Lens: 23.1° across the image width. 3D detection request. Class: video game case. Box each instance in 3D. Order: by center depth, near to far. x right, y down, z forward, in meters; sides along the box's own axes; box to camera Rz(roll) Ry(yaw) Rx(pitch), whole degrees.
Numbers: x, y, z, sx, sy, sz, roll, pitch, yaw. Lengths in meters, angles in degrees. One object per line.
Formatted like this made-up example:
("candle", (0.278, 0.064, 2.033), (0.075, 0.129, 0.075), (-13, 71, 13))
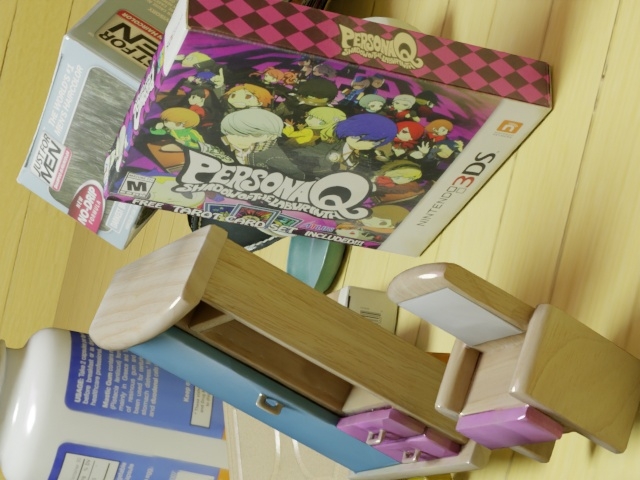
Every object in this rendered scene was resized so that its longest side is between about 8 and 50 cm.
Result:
("video game case", (-0.003, -0.068, 0.996), (0.210, 0.232, 0.042), (128, 148, -56))

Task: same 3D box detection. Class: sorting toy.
("sorting toy", (0.013, 0.173, 1.068), (0.307, 0.041, 0.229), (-24, 66, 60))

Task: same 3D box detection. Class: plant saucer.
("plant saucer", (0.000, 0.000, 1.315), (0.119, 0.021, 0.119), (-167, 90, -75))

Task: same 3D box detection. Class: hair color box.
("hair color box", (-0.096, -0.183, 1.341), (0.374, 0.113, 0.185), (-54, -4, -42))

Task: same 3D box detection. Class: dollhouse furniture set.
("dollhouse furniture set", (-0.035, 0.171, 0.786), (0.286, 0.198, 0.303), (-23, 42, 59))

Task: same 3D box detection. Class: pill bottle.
("pill bottle", (-0.206, 0.164, 1.438), (0.152, 0.272, 0.152), (-167, 90, -74))

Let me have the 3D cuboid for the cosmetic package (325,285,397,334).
("cosmetic package", (0.017, 0.072, 1.166), (0.115, 0.041, 0.060), (149, 131, -68))

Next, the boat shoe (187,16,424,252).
("boat shoe", (-0.023, -0.057, 1.213), (0.302, 0.114, 0.091), (-46, 28, 47))
